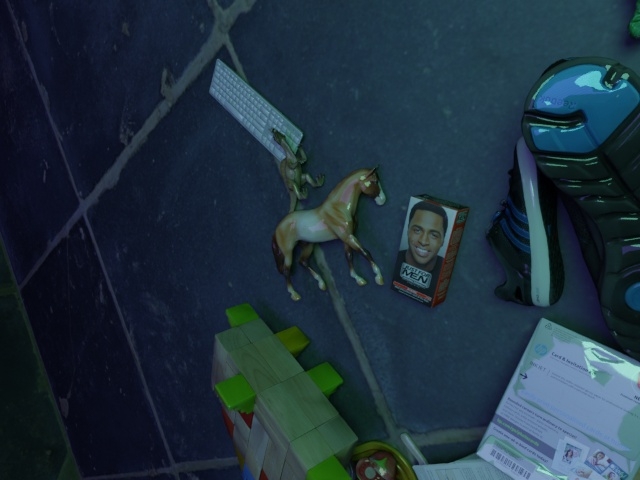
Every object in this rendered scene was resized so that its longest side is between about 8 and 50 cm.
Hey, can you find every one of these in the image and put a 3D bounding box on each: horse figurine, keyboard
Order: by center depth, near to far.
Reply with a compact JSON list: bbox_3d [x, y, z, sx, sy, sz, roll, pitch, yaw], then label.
[{"bbox_3d":[0.000,0.000,0.741,0.263,0.066,0.174,-15,95,39],"label":"horse figurine"},{"bbox_3d":[-0.123,-0.233,0.826,0.256,0.014,0.072,46,125,24],"label":"keyboard"}]

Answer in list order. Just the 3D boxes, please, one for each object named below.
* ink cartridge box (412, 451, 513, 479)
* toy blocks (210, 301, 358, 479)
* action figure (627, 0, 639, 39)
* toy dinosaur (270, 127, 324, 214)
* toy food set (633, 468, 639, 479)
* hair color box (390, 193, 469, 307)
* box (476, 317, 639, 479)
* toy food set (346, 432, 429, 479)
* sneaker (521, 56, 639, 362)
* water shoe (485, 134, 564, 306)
[{"bbox_3d":[0.259,0.371,0.617,0.225,0.056,0.181,-33,78,45],"label":"ink cartridge box"},{"bbox_3d":[-0.087,0.336,0.816,0.381,0.191,0.261,42,133,37],"label":"toy blocks"},{"bbox_3d":[0.354,-0.277,0.379,0.137,0.063,0.232,48,122,19],"label":"action figure"},{"bbox_3d":[-0.041,-0.101,0.773,0.093,0.053,0.183,21,124,48],"label":"toy dinosaur"},{"bbox_3d":[0.354,0.268,0.528,0.083,0.020,0.082,40,122,27],"label":"toy food set"},{"bbox_3d":[0.149,0.014,0.631,0.072,0.043,0.141,23,113,36],"label":"hair color box"},{"bbox_3d":[0.286,0.203,0.520,0.145,0.038,0.186,26,95,34],"label":"box"},{"bbox_3d":[0.088,0.408,0.751,0.218,0.071,0.128,-42,72,38],"label":"toy food set"},{"bbox_3d":[0.311,-0.026,0.443,0.125,0.139,0.341,-22,104,32],"label":"sneaker"},{"bbox_3d":[0.230,-0.020,0.536,0.080,0.073,0.203,-3,97,43],"label":"water shoe"}]
